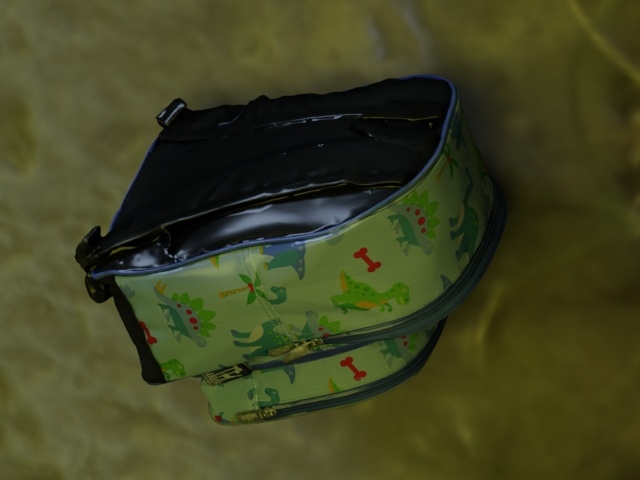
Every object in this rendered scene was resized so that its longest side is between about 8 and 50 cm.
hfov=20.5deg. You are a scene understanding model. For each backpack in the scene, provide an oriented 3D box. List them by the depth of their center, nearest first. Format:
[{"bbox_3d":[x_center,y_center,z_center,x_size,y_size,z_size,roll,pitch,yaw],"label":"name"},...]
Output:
[{"bbox_3d":[0.000,0.000,0.556,0.114,0.105,0.084,-14,120,26],"label":"backpack"}]
